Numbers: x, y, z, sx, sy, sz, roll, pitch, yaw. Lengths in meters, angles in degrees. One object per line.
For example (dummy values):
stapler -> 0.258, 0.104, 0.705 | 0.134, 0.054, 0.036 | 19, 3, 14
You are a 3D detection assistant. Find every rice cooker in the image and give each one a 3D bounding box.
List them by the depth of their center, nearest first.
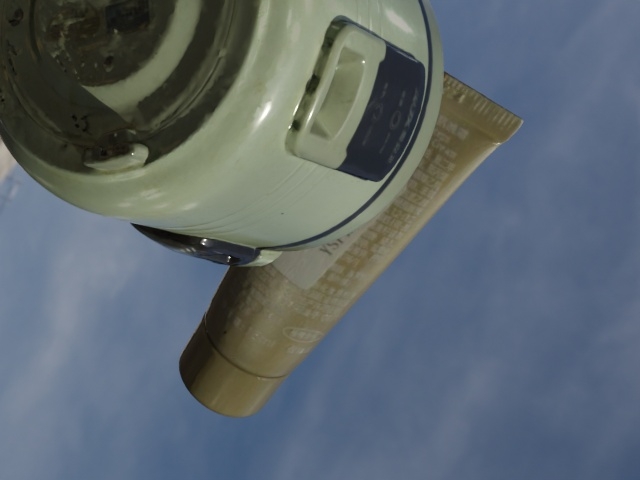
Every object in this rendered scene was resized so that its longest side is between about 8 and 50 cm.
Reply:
rice cooker -> -0.052, -0.101, 0.746 | 0.226, 0.244, 0.226 | -3, -98, 24

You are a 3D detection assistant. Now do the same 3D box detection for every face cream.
face cream -> 0.000, 0.000, 0.982 | 0.341, 0.137, 0.084 | -55, -174, 34
